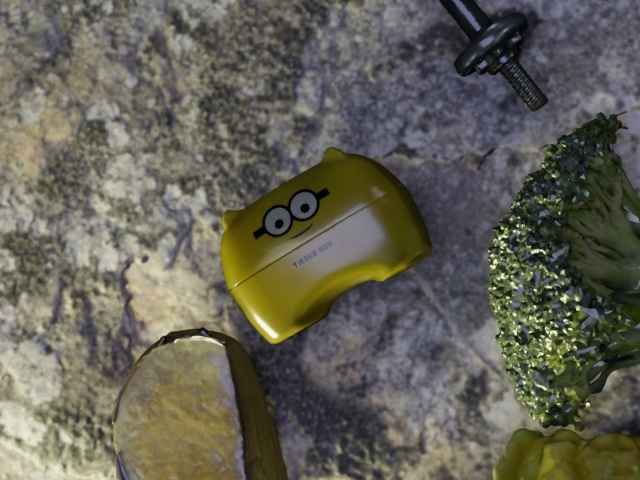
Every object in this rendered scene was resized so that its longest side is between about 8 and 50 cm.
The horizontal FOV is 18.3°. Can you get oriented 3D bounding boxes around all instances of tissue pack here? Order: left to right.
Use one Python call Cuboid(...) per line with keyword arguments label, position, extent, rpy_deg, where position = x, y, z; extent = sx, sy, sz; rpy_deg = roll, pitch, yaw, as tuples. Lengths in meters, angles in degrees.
Cuboid(label="tissue pack", position=(0.000, 0.000, 1.774), extent=(0.178, 0.123, 0.127), rpy_deg=(-30, 84, 11))

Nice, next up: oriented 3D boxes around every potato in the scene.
Cuboid(label="potato", position=(-0.109, 0.198, 1.815), extent=(0.138, 0.098, 0.243), rpy_deg=(-12, 94, 16))

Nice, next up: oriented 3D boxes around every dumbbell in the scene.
Cuboid(label="dumbbell", position=(0.118, -0.218, 1.769), extent=(0.081, 0.081, 0.254), rpy_deg=(-39, 84, 10))

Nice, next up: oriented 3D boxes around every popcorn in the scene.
Cuboid(label="popcorn", position=(0.227, 0.246, 1.699), extent=(0.189, 0.169, 0.218), rpy_deg=(19, 127, 16))

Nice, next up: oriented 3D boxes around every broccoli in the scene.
Cuboid(label="broccoli", position=(0.311, 0.070, 1.688), extent=(0.361, 0.221, 0.252), rpy_deg=(30, 66, 7))
